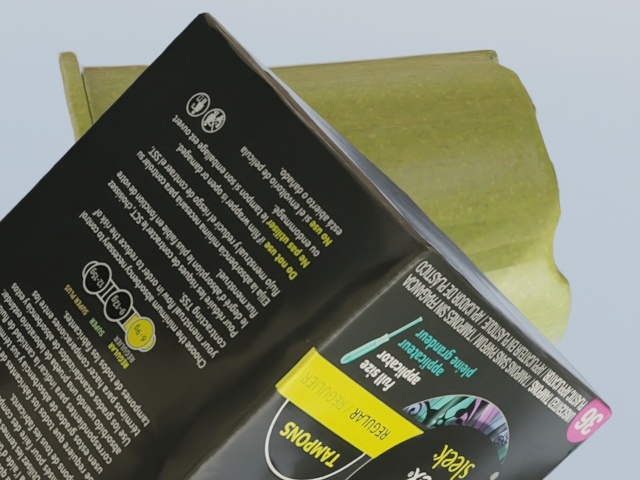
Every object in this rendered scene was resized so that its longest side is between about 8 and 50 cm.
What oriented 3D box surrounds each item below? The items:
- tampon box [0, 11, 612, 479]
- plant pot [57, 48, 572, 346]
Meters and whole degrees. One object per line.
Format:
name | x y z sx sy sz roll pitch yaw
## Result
tampon box | -0.031 0.050 0.503 0.101 0.161 0.120 48 -174 37
plant pot | 0.000 0.000 1.121 0.254 0.276 0.276 -13 -152 -6
